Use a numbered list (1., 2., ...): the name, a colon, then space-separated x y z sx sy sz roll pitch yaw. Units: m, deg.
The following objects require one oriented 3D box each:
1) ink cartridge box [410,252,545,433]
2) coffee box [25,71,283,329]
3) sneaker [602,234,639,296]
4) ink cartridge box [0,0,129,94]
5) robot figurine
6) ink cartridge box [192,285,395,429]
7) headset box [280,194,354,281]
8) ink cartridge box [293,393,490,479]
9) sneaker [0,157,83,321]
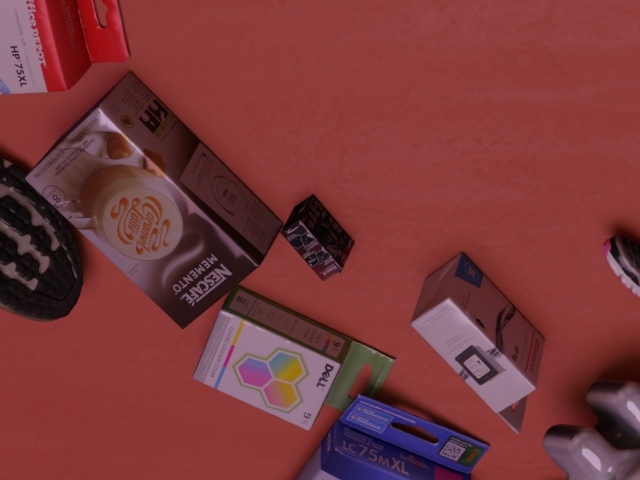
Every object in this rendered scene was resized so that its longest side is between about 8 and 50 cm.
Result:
1. ink cartridge box: 0.187 0.113 1.767 0.060 0.104 0.180 -37 104 29
2. coffee box: -0.182 -0.043 1.784 0.246 0.098 0.141 44 121 -11
3. sneaker: 0.379 0.033 1.693 0.170 0.063 0.075 31 123 -9
4. ink cartridge box: -0.335 -0.232 1.731 0.231 0.078 0.134 -2 118 16
5. robot figurine: 0.401 0.311 1.748 0.300 0.200 0.353 -44 95 -8
6. ink cartridge box: -0.032 0.149 1.873 0.209 0.062 0.109 25 122 1
7. headset box: 0.000 0.000 1.779 0.032 0.062 0.083 -32 107 29
8. ink cartridge box: 0.053 0.333 1.938 0.185 0.065 0.311 24 121 -13
9. sneaker: -0.461 -0.035 1.876 0.410 0.158 0.182 35 153 -7
